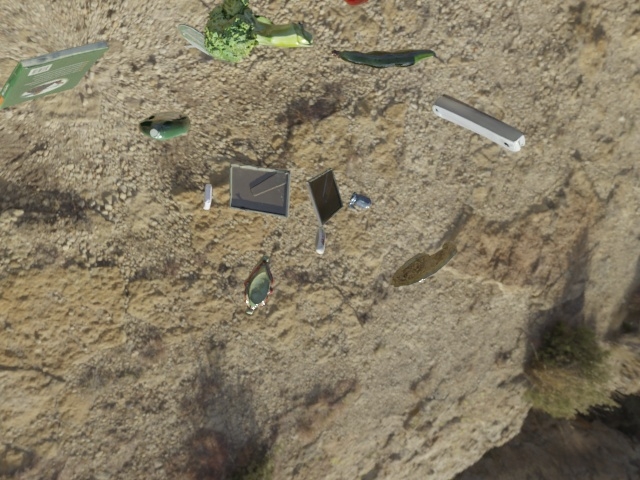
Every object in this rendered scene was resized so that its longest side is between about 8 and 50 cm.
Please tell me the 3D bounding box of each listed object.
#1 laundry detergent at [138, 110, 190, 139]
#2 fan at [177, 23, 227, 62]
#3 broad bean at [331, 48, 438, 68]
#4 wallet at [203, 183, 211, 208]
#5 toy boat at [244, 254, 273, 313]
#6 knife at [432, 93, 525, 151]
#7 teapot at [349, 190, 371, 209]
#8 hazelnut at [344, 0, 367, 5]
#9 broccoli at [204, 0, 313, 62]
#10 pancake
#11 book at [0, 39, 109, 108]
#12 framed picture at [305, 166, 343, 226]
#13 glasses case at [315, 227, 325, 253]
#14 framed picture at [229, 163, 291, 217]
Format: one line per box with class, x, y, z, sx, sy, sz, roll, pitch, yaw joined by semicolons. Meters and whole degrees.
laundry detergent;-0.462;-0.330;1.163;0.137;0.211;0.063;4;116;-4
fan;-0.442;-0.748;1.561;0.223;0.294;0.012;25;92;-15
broad bean;0.179;-0.508;1.118;0.298;0.060;0.043;-2;155;-3
wallet;-0.531;-0.203;1.882;0.033;0.190;0.095;5;84;-17
toy boat;-0.184;0.135;1.184;0.089;0.071;0.185;17;92;-16
knife;0.379;-0.286;0.975;0.040;0.265;0.073;-44;139;0
teapot;0.160;-0.159;1.631;0.083;0.049;0.063;24;138;-9
hazelnut;0.126;-0.908;1.322;0.229;0.229;0.229;-12;116;-27
broccoli;-0.217;-0.637;1.184;0.254;0.302;0.186;-40;127;-44
pancake;0.303;0.074;1.185;0.029;0.235;0.212;54;43;-5
book;-0.849;-0.520;1.256;0.260;0.371;0.043;-44;118;-41
framed picture;0.028;-0.229;2.017;0.315;0.024;0.232;-42;118;-58
glasses case;0.000;0.000;1.199;0.032;0.021;0.083;39;46;-43
framed picture;-0.264;-0.215;1.719;0.281;0.019;0.209;11;110;12
